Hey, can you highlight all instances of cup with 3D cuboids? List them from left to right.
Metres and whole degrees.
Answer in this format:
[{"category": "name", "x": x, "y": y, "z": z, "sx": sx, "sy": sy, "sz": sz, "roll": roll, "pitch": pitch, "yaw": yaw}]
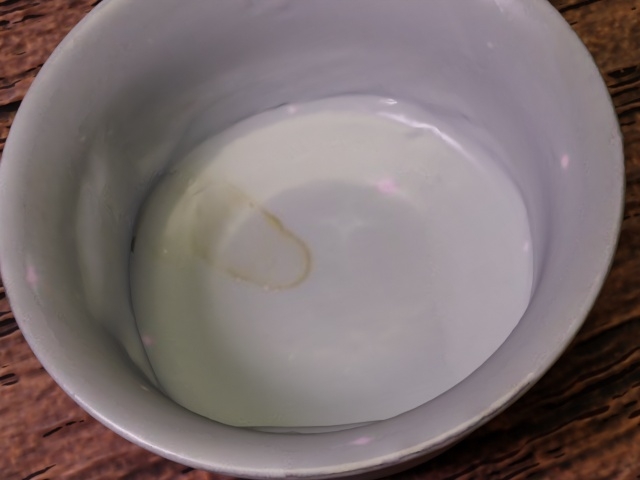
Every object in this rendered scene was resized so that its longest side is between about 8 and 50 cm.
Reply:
[{"category": "cup", "x": 0.000, "y": 0.000, "z": 1.134, "sx": 0.347, "sy": 0.163, "sz": 0.347, "roll": -3, "pitch": 63, "yaw": 6}]
